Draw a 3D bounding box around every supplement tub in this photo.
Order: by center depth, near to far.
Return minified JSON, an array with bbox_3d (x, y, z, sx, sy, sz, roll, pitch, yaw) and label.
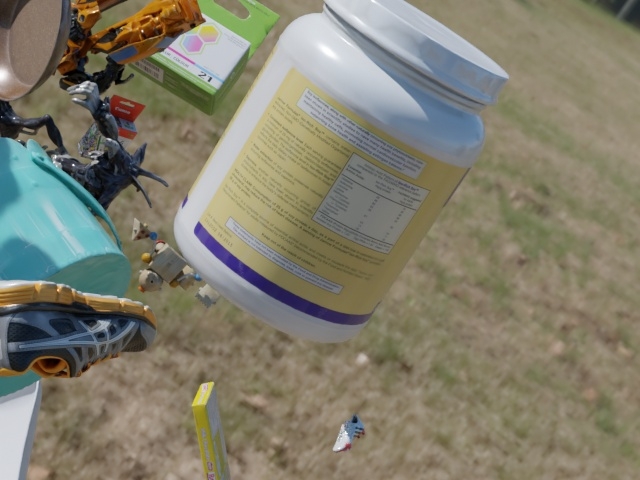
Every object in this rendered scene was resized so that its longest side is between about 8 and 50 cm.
[{"bbox_3d":[0.021,-0.086,1.215,0.241,0.331,0.241,30,17,-10],"label":"supplement tub"}]

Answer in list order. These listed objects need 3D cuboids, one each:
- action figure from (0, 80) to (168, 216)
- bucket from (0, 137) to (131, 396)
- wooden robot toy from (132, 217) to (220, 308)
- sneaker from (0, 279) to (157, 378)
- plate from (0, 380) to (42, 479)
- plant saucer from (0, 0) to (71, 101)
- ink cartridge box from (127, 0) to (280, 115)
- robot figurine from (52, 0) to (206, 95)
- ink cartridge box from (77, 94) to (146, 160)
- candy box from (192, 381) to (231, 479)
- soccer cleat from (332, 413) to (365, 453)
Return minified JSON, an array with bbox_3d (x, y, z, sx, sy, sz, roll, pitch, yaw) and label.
[{"bbox_3d":[-0.350,-0.125,1.596,0.276,0.141,0.164,14,52,17],"label":"action figure"},{"bbox_3d":[-0.369,0.039,1.354,0.183,0.281,0.281,46,22,16],"label":"bucket"},{"bbox_3d":[-0.234,0.050,1.712,0.173,0.079,0.076,45,-7,-18],"label":"wooden robot toy"},{"bbox_3d":[-0.228,0.088,1.056,0.084,0.083,0.215,-5,-12,30],"label":"sneaker"},{"bbox_3d":[-0.583,0.390,2.010,0.045,0.277,0.278,31,54,-42],"label":"plate"},{"bbox_3d":[-0.373,-0.273,1.484,0.036,0.198,0.198,9,31,-44],"label":"plant saucer"},{"bbox_3d":[-0.210,-0.389,2.131,0.189,0.255,0.097,32,-20,2],"label":"ink cartridge box"},{"bbox_3d":[-0.323,-0.345,1.757,0.085,0.291,0.211,-7,78,-65],"label":"robot figurine"},{"bbox_3d":[-0.325,-0.171,1.812,0.063,0.115,0.029,16,38,-39],"label":"ink cartridge box"},{"bbox_3d":[-0.171,0.341,1.857,0.027,0.205,0.105,-8,11,2],"label":"candy box"},{"bbox_3d":[0.039,0.289,1.723,0.083,0.029,0.035,-33,106,-54],"label":"soccer cleat"}]
